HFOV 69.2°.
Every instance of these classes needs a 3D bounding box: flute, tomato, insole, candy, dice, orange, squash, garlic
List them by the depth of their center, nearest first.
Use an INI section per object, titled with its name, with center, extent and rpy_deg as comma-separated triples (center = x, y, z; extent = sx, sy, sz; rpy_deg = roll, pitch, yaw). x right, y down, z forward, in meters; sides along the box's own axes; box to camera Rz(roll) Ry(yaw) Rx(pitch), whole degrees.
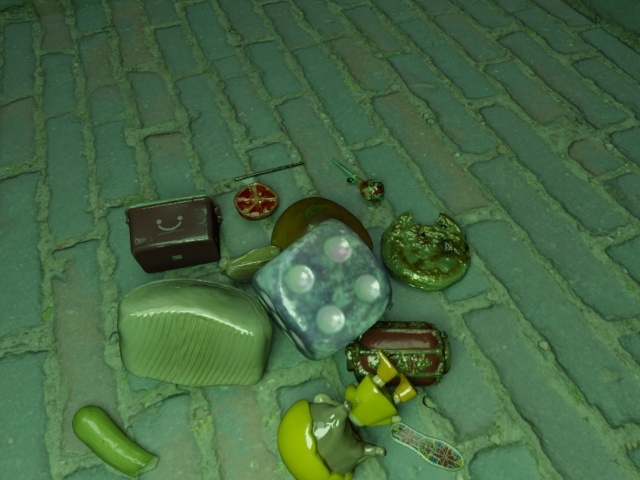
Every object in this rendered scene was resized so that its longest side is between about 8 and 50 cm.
[squash]
center = -0.517, 0.498, 1.148
extent = 0.250, 0.083, 0.083
rpy_deg = 28, 59, 19
[insole]
center = 0.262, 0.511, 1.152
extent = 0.193, 0.006, 0.065
rpy_deg = 24, 58, 18
[dice]
center = 0.000, 0.124, 1.190
extent = 0.270, 0.270, 0.271
rpy_deg = -37, 91, -17
[garlic]
center = -0.208, 0.079, 1.429
extent = 0.195, 0.101, 0.087
rpy_deg = -14, 51, -2
[orange]
center = -0.002, -0.005, 1.455
extent = 0.334, 0.196, 0.262
rpy_deg = 40, 77, 19
[tomato]
center = -0.220, -0.119, 1.596
extent = 0.155, 0.069, 0.156
rpy_deg = 1, 51, -1
[candy]
center = 0.124, -0.232, 1.672
extent = 0.078, 0.084, 0.287
rpy_deg = -33, 52, -16
[flute]
center = -0.191, -0.259, 1.734
extent = 0.269, 0.014, 0.014
rpy_deg = -15, 54, -9

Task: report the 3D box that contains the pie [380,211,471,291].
[pie]
center = 0.332, 0.028, 1.470
extent = 0.302, 0.067, 0.303
rpy_deg = 0, 53, 0

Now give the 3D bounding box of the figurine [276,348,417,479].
[figurine]
center = 0.058, 0.416, 1.079
extent = 0.343, 0.187, 0.215
rpy_deg = -42, 92, -2

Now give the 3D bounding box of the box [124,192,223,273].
[box]
center = -0.454, -0.015, 1.464
extent = 0.293, 0.193, 0.168
rpy_deg = -10, 62, -6

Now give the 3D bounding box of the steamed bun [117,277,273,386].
[steamed bun]
center = -0.318, 0.224, 1.223
extent = 0.382, 0.247, 0.236
rpy_deg = 7, 27, -7

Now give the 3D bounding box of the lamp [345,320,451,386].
[lamp]
center = 0.201, 0.298, 1.218
extent = 0.273, 0.177, 0.177
rpy_deg = 1, 54, 1
